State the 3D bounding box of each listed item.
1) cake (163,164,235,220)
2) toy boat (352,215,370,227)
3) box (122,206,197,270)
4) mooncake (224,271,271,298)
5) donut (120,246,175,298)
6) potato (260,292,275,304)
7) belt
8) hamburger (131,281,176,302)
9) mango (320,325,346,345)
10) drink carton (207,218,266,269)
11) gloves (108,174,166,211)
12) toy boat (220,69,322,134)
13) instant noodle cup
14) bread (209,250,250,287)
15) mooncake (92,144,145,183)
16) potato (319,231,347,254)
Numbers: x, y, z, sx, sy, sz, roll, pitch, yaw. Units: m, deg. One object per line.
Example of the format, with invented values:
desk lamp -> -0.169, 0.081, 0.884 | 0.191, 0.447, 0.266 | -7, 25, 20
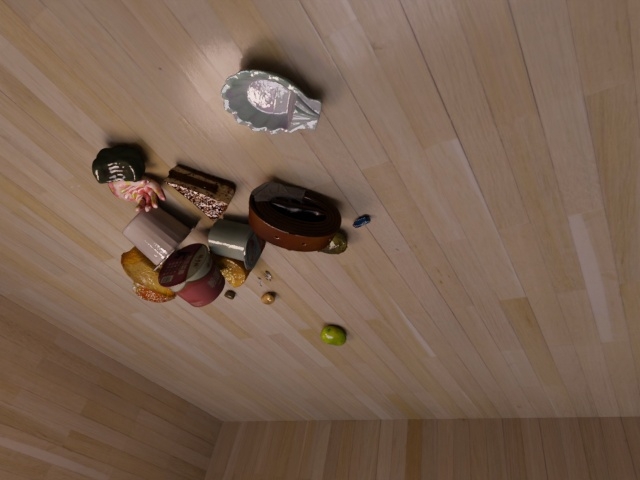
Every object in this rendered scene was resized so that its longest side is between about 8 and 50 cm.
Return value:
cake -> -0.432, -0.201, 1.567 | 0.135, 0.112, 0.246 | -27, 122, 35
toy boat -> 0.157, -0.068, 1.614 | 0.083, 0.038, 0.038 | -24, 128, 36
box -> -0.694, -0.027, 1.778 | 0.206, 0.262, 0.291 | 45, 142, -15
mooncake -> -0.372, 0.236, 2.101 | 0.347, 0.057, 0.150 | -15, 145, 26
donut -> -0.761, 0.131, 1.946 | 0.110, 0.303, 0.303 | -45, 120, 5
potato -> -0.263, 0.296, 2.137 | 0.068, 0.062, 0.083 | 1, 178, -27
belt -> -0.099, -0.086, 1.527 | 0.339, 0.217, 0.122 | 15, 146, -8
hamburger -> -0.844, 0.239, 2.169 | 0.237, 0.147, 0.236 | 7, 143, 5
mango -> 0.075, 0.515, 2.286 | 0.163, 0.089, 0.117 | 25, 132, -31
drink carton -> -0.347, 0.000, 1.728 | 0.190, 0.190, 0.185 | 15, 143, 8
gloves -> -0.701, -0.196, 1.643 | 0.242, 0.126, 0.145 | 12, 116, 7
toy boat -> -0.138, -0.413, 1.241 | 0.291, 0.100, 0.199 | 17, 141, -2
instant noodle cup -> -0.514, 0.150, 1.732 | 0.235, 0.234, 0.178 | -9, 133, 25
bread -> -0.384, 0.101, 1.878 | 0.140, 0.143, 0.229 | -13, 132, 28
mooncake -> -0.732, -0.268, 1.528 | 0.168, 0.175, 0.104 | 46, 155, 28
potato -> 0.000, 0.000, 1.692 | 0.226, 0.090, 0.117 | 11, 140, 1
